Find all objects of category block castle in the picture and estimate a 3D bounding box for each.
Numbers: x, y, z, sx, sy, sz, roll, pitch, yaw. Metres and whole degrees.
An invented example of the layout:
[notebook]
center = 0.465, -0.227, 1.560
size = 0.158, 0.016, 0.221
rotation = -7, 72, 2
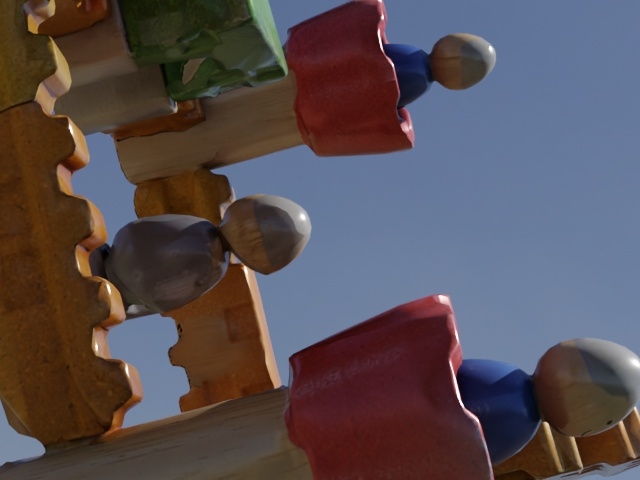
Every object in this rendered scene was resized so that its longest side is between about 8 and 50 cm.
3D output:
[block castle]
center = 0.000, 0.000, 0.756
size = 0.213, 0.303, 0.453
rotation = -14, -10, 4
